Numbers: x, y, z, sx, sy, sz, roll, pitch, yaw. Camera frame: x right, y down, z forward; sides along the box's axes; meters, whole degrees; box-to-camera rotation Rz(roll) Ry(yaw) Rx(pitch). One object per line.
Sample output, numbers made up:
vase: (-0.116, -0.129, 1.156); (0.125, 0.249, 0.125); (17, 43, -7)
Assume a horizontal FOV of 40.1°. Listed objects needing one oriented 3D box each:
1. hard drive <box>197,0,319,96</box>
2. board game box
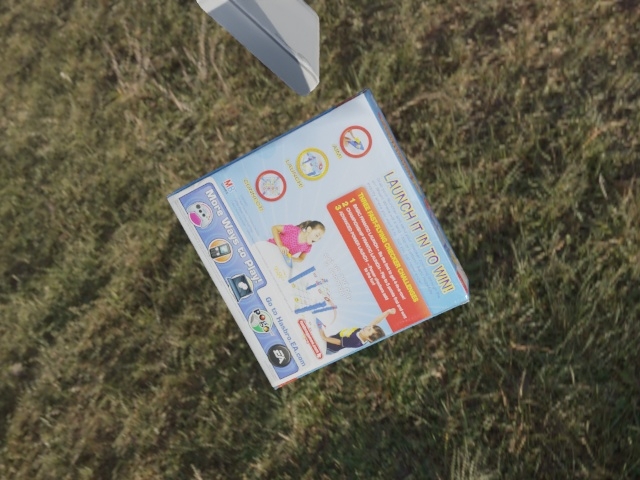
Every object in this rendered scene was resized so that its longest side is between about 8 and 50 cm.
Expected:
hard drive: (-0.097, -0.402, 1.527); (0.047, 0.233, 0.353); (-42, 22, 22)
board game box: (0.000, 0.000, 1.191); (0.301, 0.086, 0.308); (-26, 99, 14)
